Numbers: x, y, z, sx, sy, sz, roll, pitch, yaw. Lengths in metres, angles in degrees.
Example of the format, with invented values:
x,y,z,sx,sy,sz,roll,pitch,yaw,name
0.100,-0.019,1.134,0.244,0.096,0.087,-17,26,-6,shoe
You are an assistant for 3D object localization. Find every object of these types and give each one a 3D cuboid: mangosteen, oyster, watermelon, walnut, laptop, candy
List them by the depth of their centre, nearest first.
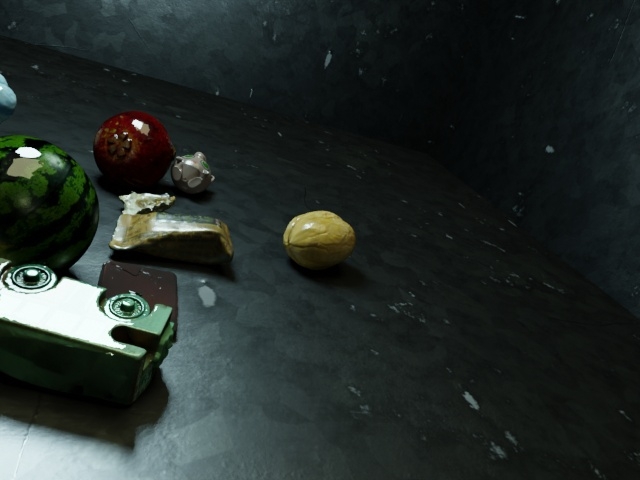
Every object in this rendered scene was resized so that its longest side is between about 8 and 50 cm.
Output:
x,y,z,sx,sy,sz,roll,pitch,yaw,name
-0.532,-0.055,0.934,0.268,0.269,0.269,17,23,-7,watermelon
-0.356,0.113,1.012,0.153,0.026,0.207,13,25,-22,laptop
-0.342,-0.009,1.209,0.271,0.101,0.143,5,32,-18,candy
-0.447,-0.092,1.357,0.148,0.051,0.103,-14,40,-29,oyster
0.000,0.000,1.395,0.206,0.159,0.159,-1,30,-38,walnut
-0.513,-0.248,1.477,0.215,0.215,0.257,23,0,8,mangosteen

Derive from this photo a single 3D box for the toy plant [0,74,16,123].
x,y,z,sx,sy,sz,roll,pitch,yaw,name
-0.793,-0.276,1.131,0.247,0.332,0.247,16,21,-6,toy plant

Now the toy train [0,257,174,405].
x,y,z,sx,sy,sz,roll,pitch,yaw,name
-0.395,0.138,0.796,0.326,0.129,0.159,18,29,-6,toy train

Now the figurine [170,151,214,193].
x,y,z,sx,sy,sz,roll,pitch,yaw,name
-0.386,-0.203,1.565,0.125,0.125,0.138,19,21,-2,figurine
